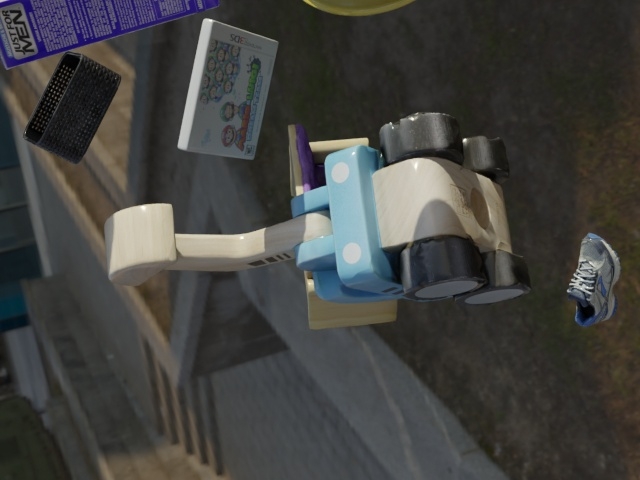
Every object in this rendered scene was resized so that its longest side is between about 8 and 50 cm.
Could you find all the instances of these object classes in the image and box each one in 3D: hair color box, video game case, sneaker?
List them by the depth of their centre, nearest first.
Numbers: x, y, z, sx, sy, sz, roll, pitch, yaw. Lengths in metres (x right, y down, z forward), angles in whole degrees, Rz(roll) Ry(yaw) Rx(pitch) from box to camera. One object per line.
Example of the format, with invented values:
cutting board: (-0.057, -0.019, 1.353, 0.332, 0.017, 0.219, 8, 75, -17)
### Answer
video game case: (-0.112, -0.182, 1.214, 0.019, 0.143, 0.157, 17, 98, 29)
sneaker: (0.339, 0.055, 1.226, 0.052, 0.058, 0.135, 31, 143, 50)
hair color box: (-0.347, -0.380, 1.511, 0.185, 0.339, 0.110, -133, 28, -56)

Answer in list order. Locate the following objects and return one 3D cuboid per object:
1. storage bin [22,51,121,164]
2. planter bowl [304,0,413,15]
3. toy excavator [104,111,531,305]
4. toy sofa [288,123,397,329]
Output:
storage bin: (-0.444, -0.238, 1.752, 0.122, 0.084, 0.180, 24, 86, 57)
planter bowl: (0.041, -0.333, 0.941, 0.217, 0.217, 0.090, 65, -171, 25)
toy excavator: (0.000, 0.000, 1.320, 0.445, 0.433, 0.222, -18, 72, 31)
toy sofa: (0.034, -0.039, 1.666, 0.362, 0.150, 0.177, -99, 6, -46)
